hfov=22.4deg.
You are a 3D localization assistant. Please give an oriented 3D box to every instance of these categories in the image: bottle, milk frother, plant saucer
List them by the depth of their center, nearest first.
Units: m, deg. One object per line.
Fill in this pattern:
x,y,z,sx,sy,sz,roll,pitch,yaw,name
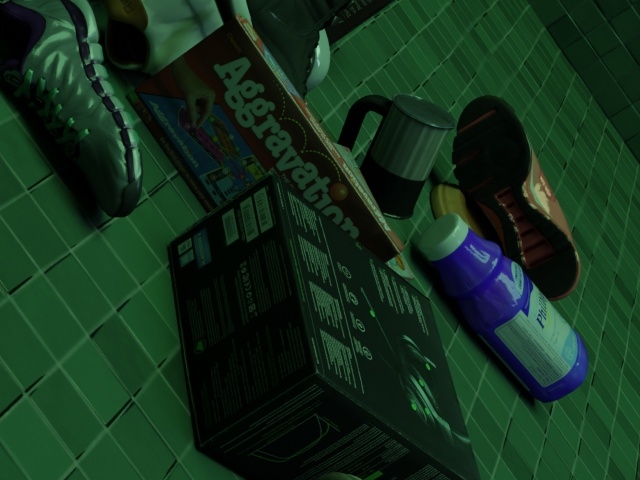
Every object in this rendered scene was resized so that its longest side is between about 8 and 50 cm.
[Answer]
0.078,-0.098,1.947,0.129,0.134,0.143,21,24,-5,milk frother
0.236,0.083,2.094,0.283,0.092,0.118,48,23,-22,bottle
0.228,-0.001,2.279,0.200,0.037,0.200,47,23,-27,plant saucer

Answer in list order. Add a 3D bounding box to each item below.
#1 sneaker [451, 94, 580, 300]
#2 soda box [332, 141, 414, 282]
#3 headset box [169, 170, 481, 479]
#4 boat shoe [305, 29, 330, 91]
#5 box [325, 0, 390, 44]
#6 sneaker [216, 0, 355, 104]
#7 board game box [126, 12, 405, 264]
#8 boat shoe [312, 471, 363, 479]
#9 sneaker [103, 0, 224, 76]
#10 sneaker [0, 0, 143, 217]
0.278,-0.053,2.298,0.314,0.116,0.136,69,13,12,sneaker
0.033,-0.021,1.839,0.058,0.063,0.183,14,46,-61,soda box
0.011,0.119,1.490,0.283,0.131,0.246,38,27,-41,headset box
-0.107,-0.296,1.865,0.306,0.113,0.105,59,27,13,boat shoe
0.030,-0.372,2.145,0.168,0.203,0.167,55,20,-5,box
-0.021,-0.212,1.759,0.104,0.147,0.295,-126,-164,-50,sneaker
-0.055,-0.068,1.598,0.281,0.145,0.027,55,20,-4,board game box
0.091,0.352,1.332,0.130,0.132,0.355,17,45,-59,boat shoe
-0.157,-0.209,1.666,0.106,0.123,0.290,63,-1,23,sneaker
-0.230,-0.116,1.416,0.098,0.083,0.223,-6,64,-35,sneaker
